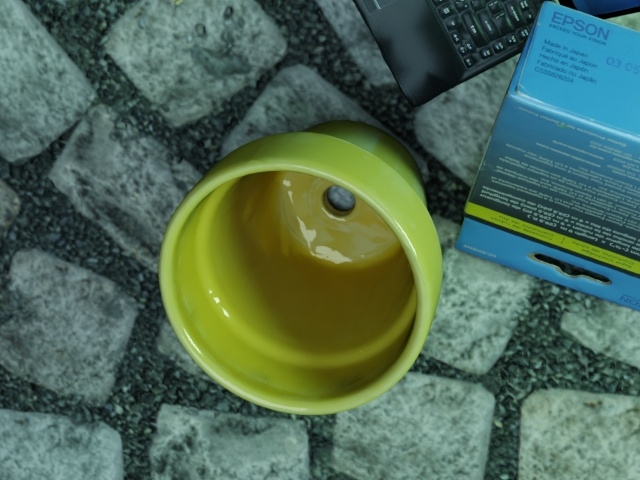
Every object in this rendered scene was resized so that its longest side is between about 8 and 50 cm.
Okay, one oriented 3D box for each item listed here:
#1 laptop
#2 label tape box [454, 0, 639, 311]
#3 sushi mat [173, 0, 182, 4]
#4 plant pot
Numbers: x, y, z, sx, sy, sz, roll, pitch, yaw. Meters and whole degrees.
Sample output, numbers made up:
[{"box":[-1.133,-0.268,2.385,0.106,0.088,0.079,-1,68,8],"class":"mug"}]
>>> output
[{"box":[0.143,-0.263,1.355,0.264,0.136,0.234,-26,104,12],"class":"laptop"},{"box":[0.270,-0.062,1.406,0.240,0.106,0.334,19,158,4],"class":"label tape box"},{"box":[-0.073,-0.367,1.433,0.316,0.019,0.151,-33,103,26],"class":"sushi mat"},{"box":[0.000,0.000,1.456,0.254,0.239,0.254,5,115,12],"class":"plant pot"}]
